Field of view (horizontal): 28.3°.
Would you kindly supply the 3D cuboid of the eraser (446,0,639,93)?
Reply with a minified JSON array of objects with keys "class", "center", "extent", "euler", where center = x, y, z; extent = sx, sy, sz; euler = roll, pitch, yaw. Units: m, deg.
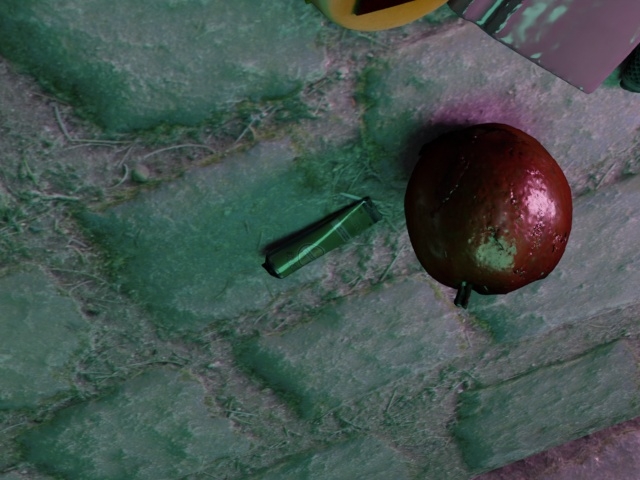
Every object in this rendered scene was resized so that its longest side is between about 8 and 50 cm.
[{"class":"eraser","center":[0.372,-0.400,1.674],"extent":[0.272,0.122,0.359],"euler":[26,122,-29]}]

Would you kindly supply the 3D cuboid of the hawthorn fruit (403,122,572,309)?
[{"class":"hawthorn fruit","center":[0.289,-0.051,2.138],"extent":[0.316,0.316,0.316],"euler":[-12,148,-7]}]

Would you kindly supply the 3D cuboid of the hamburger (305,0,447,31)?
[{"class":"hamburger","center":[0.081,-0.396,1.570],"extent":[0.302,0.170,0.302],"euler":[-22,158,-10]}]

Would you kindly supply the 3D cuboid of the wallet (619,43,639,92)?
[{"class":"wallet","center":[0.623,-0.312,1.987],"extent":[0.237,0.075,0.342],"euler":[-4,163,-4]}]

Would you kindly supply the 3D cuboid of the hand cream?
[{"class":"hand cream","center":[0.000,0.000,2.298],"extent":[0.235,0.055,0.086],"euler":[-29,150,6]}]
